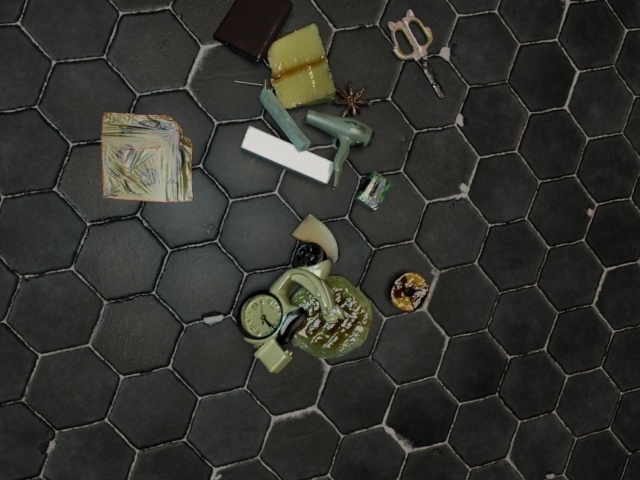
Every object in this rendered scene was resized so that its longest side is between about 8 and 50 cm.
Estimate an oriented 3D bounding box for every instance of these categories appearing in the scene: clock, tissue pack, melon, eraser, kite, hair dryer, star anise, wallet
[{"bbox_3d":[-0.081,0.209,1.473,0.379,0.120,0.276,-43,65,1],"label":"clock"},{"bbox_3d":[0.181,-0.166,1.565,0.085,0.079,0.111,34,86,-11],"label":"tissue pack"},{"bbox_3d":[0.003,-0.008,1.556,0.182,0.054,0.098,33,93,-9],"label":"melon"},{"bbox_3d":[-0.106,-0.272,1.511,0.298,0.078,0.076,22,89,-10],"label":"eraser"},{"bbox_3d":[-0.558,-0.243,1.464,0.327,0.013,0.377,-42,101,-5],"label":"kite"},{"bbox_3d":[0.024,-0.315,1.487,0.229,0.092,0.267,35,65,5],"label":"hair dryer"},{"bbox_3d":[0.102,-0.467,1.554,0.141,0.042,0.141,-2,101,-10],"label":"star anise"},{"bbox_3d":[-0.211,-0.700,1.480,0.182,0.049,0.229,29,86,5],"label":"wallet"}]

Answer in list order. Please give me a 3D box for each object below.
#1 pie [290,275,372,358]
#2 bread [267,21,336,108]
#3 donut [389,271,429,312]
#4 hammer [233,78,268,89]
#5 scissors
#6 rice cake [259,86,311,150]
[{"bbox_3d":[0.031,0.258,1.564,0.307,0.071,0.306,0,92,-11],"label":"pie"},{"bbox_3d":[-0.071,-0.542,1.474,0.178,0.135,0.240,-17,95,-9],"label":"bread"},{"bbox_3d":[0.303,0.178,1.612,0.141,0.059,0.140,-1,93,-10],"label":"donut"},{"bbox_3d":[-0.226,-0.511,1.511,0.110,0.019,0.035,6,91,-5],"label":"hammer"},{"bbox_3d":[0.349,-0.631,1.601,0.160,0.024,0.317,-34,98,-7],"label":"scissors"},{"bbox_3d":[-0.117,-0.386,1.483,0.042,0.045,0.245,-28,76,-39],"label":"rice cake"}]
